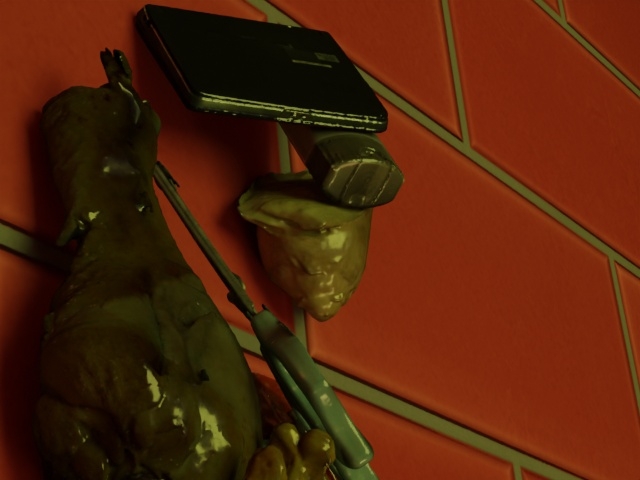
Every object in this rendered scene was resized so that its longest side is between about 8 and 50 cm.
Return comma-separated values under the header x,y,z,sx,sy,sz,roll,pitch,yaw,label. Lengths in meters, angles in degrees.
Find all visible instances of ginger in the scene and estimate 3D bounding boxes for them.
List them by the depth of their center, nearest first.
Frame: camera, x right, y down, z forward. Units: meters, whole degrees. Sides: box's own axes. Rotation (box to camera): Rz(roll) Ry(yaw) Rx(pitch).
x,y,z,sx,sy,sz,roll,pitch,yaw,label
0.001,-0.003,1.406,0.193,0.115,0.122,-48,134,-66,ginger

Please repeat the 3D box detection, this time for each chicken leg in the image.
x,y,z,sx,sy,sz,roll,pitch,yaw,label
-0.140,0.046,1.099,0.201,0.153,0.429,46,26,-57,chicken leg

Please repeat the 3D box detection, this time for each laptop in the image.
x,y,z,sx,sy,sz,roll,pitch,yaw,label
-0.050,-0.154,1.339,0.207,0.026,0.154,3,36,-32,laptop

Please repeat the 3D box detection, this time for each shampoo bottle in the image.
x,y,z,sx,sy,sz,roll,pitch,yaw,label
-0.002,-0.118,1.400,0.086,0.056,0.227,8,34,-32,shampoo bottle

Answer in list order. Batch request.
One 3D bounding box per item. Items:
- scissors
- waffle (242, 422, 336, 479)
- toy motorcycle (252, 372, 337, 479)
x,y,z,sx,sy,sz,roll,pitch,yaw,label
-0.049,0.055,1.158,0.360,0.029,0.191,56,-8,33,scissors
-0.037,0.273,1.020,0.260,0.069,0.292,-53,154,-52,waffle
0.017,0.253,1.246,0.298,0.089,0.171,50,32,-26,toy motorcycle
